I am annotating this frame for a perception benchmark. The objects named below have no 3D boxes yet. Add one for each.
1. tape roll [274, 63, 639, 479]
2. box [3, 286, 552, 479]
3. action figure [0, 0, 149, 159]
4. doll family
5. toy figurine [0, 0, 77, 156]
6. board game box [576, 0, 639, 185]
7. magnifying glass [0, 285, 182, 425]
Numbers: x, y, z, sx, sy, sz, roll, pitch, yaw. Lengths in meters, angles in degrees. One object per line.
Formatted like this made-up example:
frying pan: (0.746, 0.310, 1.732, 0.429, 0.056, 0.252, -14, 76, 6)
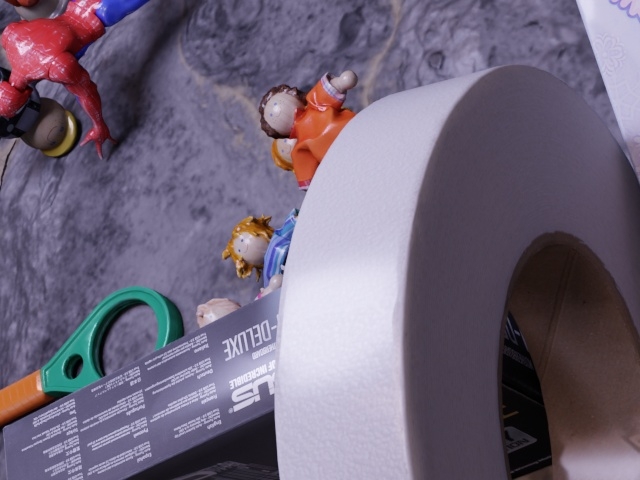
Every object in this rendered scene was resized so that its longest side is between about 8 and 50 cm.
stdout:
tape roll: (0.112, 0.105, 0.759, 0.072, 0.392, 0.392, -11, 65, 31)
box: (-0.007, 0.123, 0.929, 0.307, 0.242, 0.077, -27, 57, 23)
action figure: (-0.181, -0.191, 1.284, 0.091, 0.139, 0.280, 33, 68, 23)
doll family: (0.000, 0.000, 1.079, 0.163, 0.118, 0.263, 28, 106, 34)
toy figurine: (-0.334, -0.160, 1.355, 0.213, 0.148, 0.210, -20, 66, 26)
board game box: (0.330, -0.087, 0.809, 0.318, 0.066, 0.319, -22, 79, 22)
magnifying glass: (-0.211, 0.112, 1.224, 0.231, 0.026, 0.092, -26, 58, 22)
